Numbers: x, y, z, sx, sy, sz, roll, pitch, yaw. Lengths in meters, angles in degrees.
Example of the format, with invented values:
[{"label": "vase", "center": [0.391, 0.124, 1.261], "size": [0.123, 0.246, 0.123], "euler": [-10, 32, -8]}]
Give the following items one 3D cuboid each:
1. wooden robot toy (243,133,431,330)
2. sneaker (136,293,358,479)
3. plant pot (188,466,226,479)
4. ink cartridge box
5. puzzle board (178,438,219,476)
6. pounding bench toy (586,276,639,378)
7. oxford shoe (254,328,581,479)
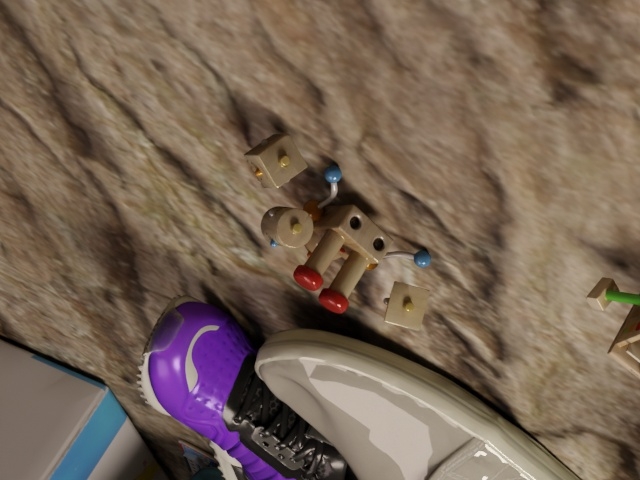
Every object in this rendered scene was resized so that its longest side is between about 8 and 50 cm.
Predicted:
[{"label": "wooden robot toy", "center": [0.000, 0.000, 1.387], "size": [0.173, 0.076, 0.079], "euler": [43, 166, -21]}, {"label": "sneaker", "center": [-0.039, 0.146, 1.695], "size": [0.146, 0.102, 0.293], "euler": [14, 156, 32]}, {"label": "plant pot", "center": [-0.161, 0.456, 1.989], "size": [0.341, 0.334, 0.341], "euler": [42, 149, 32]}, {"label": "ink cartridge box", "center": [-0.307, 0.268, 2.140], "size": [0.198, 0.197, 0.270], "euler": [20, 154, 29]}, {"label": "puzzle board", "center": [-0.100, 0.259, 2.093], "size": [0.096, 0.011, 0.128], "euler": [24, 155, 20]}, {"label": "pounding bench toy", "center": [0.210, 0.049, 1.226], "size": [0.083, 0.052, 0.065], "euler": [37, 157, -8]}, {"label": "oxford shoe", "center": [0.126, 0.229, 1.598], "size": [0.449, 0.130, 0.169], "euler": [38, 158, -9]}]
